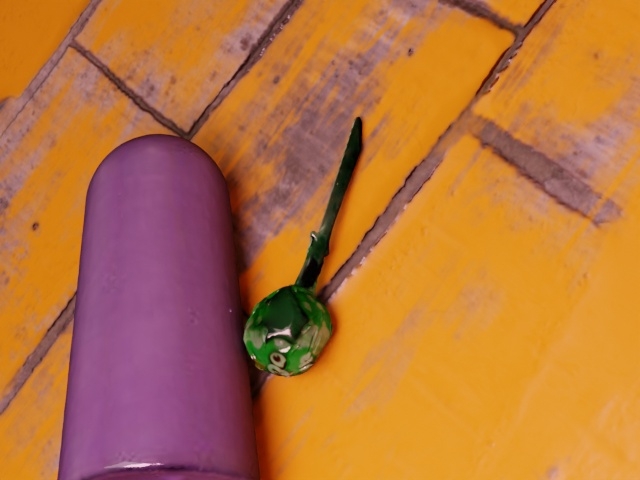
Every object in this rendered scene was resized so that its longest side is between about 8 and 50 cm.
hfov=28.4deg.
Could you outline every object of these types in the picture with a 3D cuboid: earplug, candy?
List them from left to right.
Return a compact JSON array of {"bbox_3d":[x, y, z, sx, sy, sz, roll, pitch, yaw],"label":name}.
[{"bbox_3d":[-0.183,0.084,1.423,0.215,0.215,0.456,-21,56,26],"label":"earplug"},{"bbox_3d":[0.000,0.001,1.416,0.097,0.097,0.323,4,64,36],"label":"candy"}]
